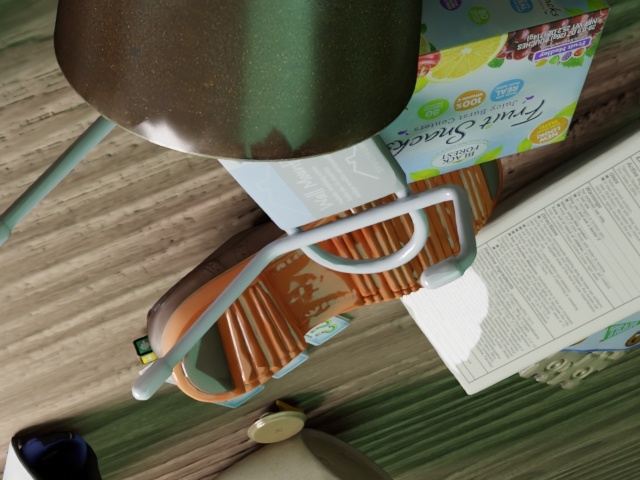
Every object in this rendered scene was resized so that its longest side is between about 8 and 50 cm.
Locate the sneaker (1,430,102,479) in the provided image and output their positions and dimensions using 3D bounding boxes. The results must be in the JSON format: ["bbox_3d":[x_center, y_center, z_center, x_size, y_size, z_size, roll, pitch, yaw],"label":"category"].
[{"bbox_3d":[-0.328,0.308,1.370,0.127,0.182,0.315,11,167,-44],"label":"sneaker"}]

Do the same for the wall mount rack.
[{"bbox_3d":[-0.067,-0.023,0.887,0.304,0.130,0.350,-20,135,22],"label":"wall mount rack"}]

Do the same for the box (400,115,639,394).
[{"bbox_3d":[0.238,0.009,1.148,0.311,0.148,0.121,-32,-176,35],"label":"box"}]

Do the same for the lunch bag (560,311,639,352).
[{"bbox_3d":[0.331,0.025,1.356,0.303,0.115,0.243,1,142,-39],"label":"lunch bag"}]

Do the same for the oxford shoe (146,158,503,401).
[{"bbox_3d":[0.000,0.000,1.095,0.364,0.133,0.130,-29,118,-15],"label":"oxford shoe"}]

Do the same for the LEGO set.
[{"bbox_3d":[-0.087,0.124,1.289,0.182,0.060,0.244,-36,149,16],"label":"LEGO set"}]

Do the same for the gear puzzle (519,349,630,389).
[{"bbox_3d":[0.418,0.086,1.605,0.339,0.044,0.175,-40,146,24],"label":"gear puzzle"}]

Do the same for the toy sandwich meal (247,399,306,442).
[{"bbox_3d":[-0.055,0.229,1.524,0.085,0.029,0.085,-14,148,-9],"label":"toy sandwich meal"}]

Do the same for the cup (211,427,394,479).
[{"bbox_3d":[-0.020,0.391,1.581,0.237,0.331,0.331,-57,144,7],"label":"cup"}]

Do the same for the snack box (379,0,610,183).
[{"bbox_3d":[0.109,-0.129,0.968,0.207,0.070,0.174,-14,151,-11],"label":"snack box"}]

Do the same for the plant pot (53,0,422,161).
[{"bbox_3d":[-0.033,-0.198,0.636,0.215,0.215,0.230,-10,136,-21],"label":"plant pot"}]
